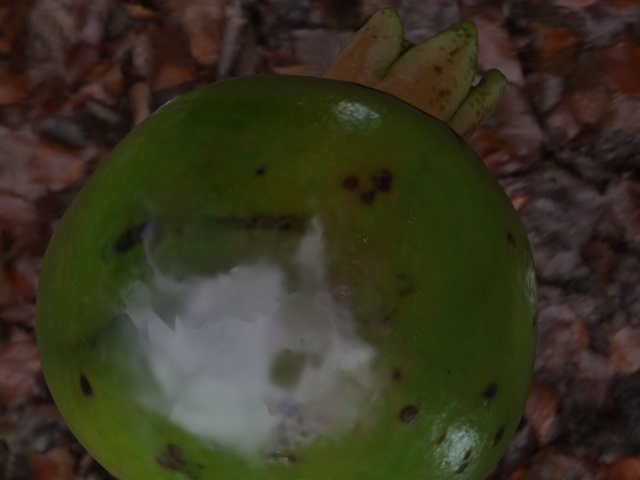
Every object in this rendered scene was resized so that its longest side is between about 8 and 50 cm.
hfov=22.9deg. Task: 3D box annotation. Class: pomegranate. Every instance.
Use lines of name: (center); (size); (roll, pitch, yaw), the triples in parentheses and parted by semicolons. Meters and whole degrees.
pomegranate: (0.000, 0.000, 0.750); (0.236, 0.302, 0.236); (16, 148, 10)
